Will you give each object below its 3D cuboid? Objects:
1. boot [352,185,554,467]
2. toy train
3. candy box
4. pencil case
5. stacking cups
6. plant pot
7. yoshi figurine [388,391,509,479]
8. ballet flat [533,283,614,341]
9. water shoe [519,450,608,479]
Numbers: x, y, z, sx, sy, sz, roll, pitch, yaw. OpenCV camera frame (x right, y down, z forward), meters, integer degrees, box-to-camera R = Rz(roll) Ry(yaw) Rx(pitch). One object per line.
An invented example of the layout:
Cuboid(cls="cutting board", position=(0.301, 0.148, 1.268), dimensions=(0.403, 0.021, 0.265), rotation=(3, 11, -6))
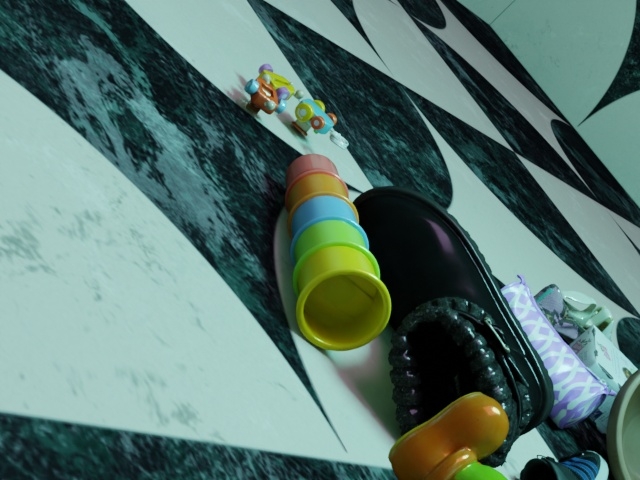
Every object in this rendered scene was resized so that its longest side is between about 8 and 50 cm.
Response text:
Cuboid(cls="boot", position=(0.112, 0.081, 1.360), dimensions=(0.348, 0.131, 0.260), rotation=(52, 19, 15))
Cuboid(cls="toy train", position=(-0.043, -0.168, 1.683), dimensions=(0.166, 0.046, 0.125), rotation=(31, 24, -30))
Cuboid(cls="candy box", position=(0.436, 0.234, 1.843), dimensions=(0.196, 0.070, 0.165), rotation=(46, 19, -3))
Cuboid(cls="pencil case", position=(0.292, 0.150, 1.680), dimensions=(0.206, 0.088, 0.086), rotation=(52, 20, 20))
Cuboid(cls="stacking cups", position=(0.000, 0.000, 1.381), dimensions=(0.096, 0.096, 0.316), rotation=(38, 15, -24))
Cuboid(cls="plant pot", position=(0.470, 0.274, 1.696), dimensions=(0.237, 0.237, 0.110), rotation=(45, -22, -3))
Cuboid(cls="yoshi figurine", position=(0.210, 0.286, 0.984), dimensions=(0.203, 0.203, 0.362), rotation=(14, 32, -49))
Cuboid(cls="ballet flat", position=(0.407, 0.125, 1.995), dimensions=(0.221, 0.079, 0.077), rotation=(30, 23, -41))
Cuboid(cls="water shoe", position=(0.265, 0.261, 1.410), dimensions=(0.080, 0.073, 0.203), rotation=(45, 18, 3))
